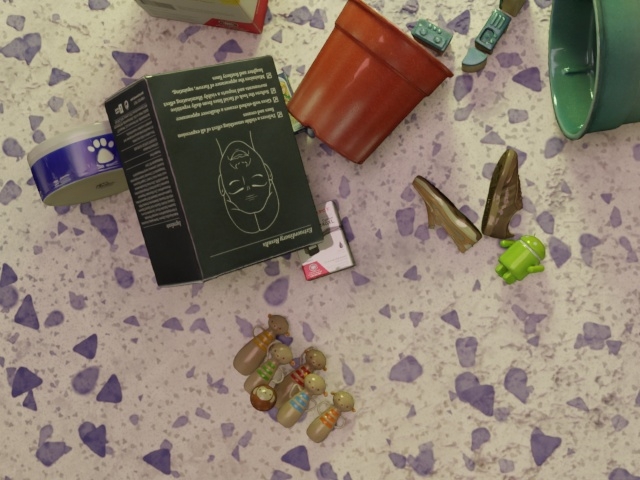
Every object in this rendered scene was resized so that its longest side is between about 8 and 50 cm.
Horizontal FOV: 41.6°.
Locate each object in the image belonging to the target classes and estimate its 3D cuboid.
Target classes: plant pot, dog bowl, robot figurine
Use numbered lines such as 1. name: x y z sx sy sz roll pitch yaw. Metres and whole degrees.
1. plant pot: 0.085 -0.317 1.735 0.272 0.272 0.265 40 102 9
2. plant pot: 0.645 -0.373 1.620 0.334 0.341 0.341 -4 86 0
3. dog bowl: -0.478 -0.164 1.798 0.265 0.265 0.104 -20 86 7
4. robot figurine: 0.416 0.037 1.745 0.115 0.067 0.101 -44 52 5

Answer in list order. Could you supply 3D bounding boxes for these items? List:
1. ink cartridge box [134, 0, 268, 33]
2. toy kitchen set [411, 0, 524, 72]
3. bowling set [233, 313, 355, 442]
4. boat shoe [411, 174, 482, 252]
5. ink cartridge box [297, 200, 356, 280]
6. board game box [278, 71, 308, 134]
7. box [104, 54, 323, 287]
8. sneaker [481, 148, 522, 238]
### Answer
1. ink cartridge box: -0.277 -0.574 1.728 0.279 0.385 0.160 13 89 9
2. toy kitchen set: 0.313 -0.480 1.763 0.166 0.122 0.207 32 92 9
3. bowling set: -0.056 0.293 1.746 0.287 0.200 0.154 41 92 5
4. boat shoe: 0.252 -0.052 1.781 0.072 0.068 0.190 -45 81 16
5. ink cartridge box: 0.000 0.000 1.815 0.109 0.063 0.150 -19 84 7
6. board game box: -0.146 -0.271 1.867 0.201 0.035 0.136 -22 84 7
7. box: -0.211 -0.137 1.687 0.294 0.212 0.395 -18 94 -35
8. sneaker: 0.392 -0.095 1.769 0.071 0.066 0.188 15 95 -7
